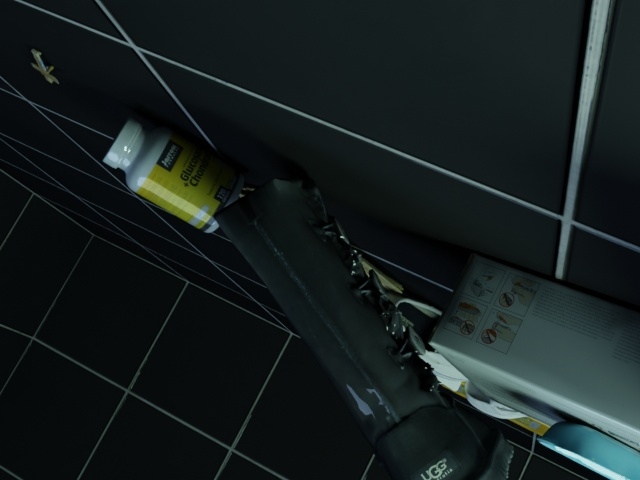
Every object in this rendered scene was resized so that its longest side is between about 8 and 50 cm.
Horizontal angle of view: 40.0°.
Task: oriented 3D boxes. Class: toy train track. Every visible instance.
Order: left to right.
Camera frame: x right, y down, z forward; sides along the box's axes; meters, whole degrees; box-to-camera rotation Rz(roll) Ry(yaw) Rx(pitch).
[{"bbox_3d":[-0.386,-0.246,1.231,0.048,0.014,0.083,34,164,8],"label":"toy train track"}]

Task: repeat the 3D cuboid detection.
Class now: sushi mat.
[{"bbox_3d":[0.000,0.000,1.404,0.151,0.019,0.316,16,164,44],"label":"sushi mat"}]

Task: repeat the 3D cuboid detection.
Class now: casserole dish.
[{"bbox_3d":[0.336,0.252,0.996,0.188,0.037,0.114,27,170,-4],"label":"casserole dish"}]

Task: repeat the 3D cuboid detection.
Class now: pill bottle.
[{"bbox_3d":[-0.208,-0.096,1.244,0.184,0.103,0.103,31,169,-17],"label":"pill bottle"}]

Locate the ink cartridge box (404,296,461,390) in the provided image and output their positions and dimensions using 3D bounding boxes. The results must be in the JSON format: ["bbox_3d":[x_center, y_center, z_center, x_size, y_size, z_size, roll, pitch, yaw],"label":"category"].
[{"bbox_3d":[0.187,0.186,1.585,0.180,0.104,0.060,33,168,-24],"label":"ink cartridge box"}]

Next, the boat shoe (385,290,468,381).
[{"bbox_3d":[0.203,0.167,1.506,0.267,0.096,0.088,38,165,-23],"label":"boat shoe"}]

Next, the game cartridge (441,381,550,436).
[{"bbox_3d":[0.409,0.365,2.022,0.285,0.052,0.323,25,168,15],"label":"game cartridge"}]

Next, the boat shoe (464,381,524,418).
[{"bbox_3d":[0.357,0.267,1.586,0.096,0.098,0.277,35,158,-33],"label":"boat shoe"}]

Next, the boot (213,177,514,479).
[{"bbox_3d":[0.059,0.134,1.129,0.445,0.146,0.367,53,180,8],"label":"boot"}]

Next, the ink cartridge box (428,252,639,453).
[{"bbox_3d":[0.327,0.165,1.062,0.309,0.130,0.272,21,167,34],"label":"ink cartridge box"}]
